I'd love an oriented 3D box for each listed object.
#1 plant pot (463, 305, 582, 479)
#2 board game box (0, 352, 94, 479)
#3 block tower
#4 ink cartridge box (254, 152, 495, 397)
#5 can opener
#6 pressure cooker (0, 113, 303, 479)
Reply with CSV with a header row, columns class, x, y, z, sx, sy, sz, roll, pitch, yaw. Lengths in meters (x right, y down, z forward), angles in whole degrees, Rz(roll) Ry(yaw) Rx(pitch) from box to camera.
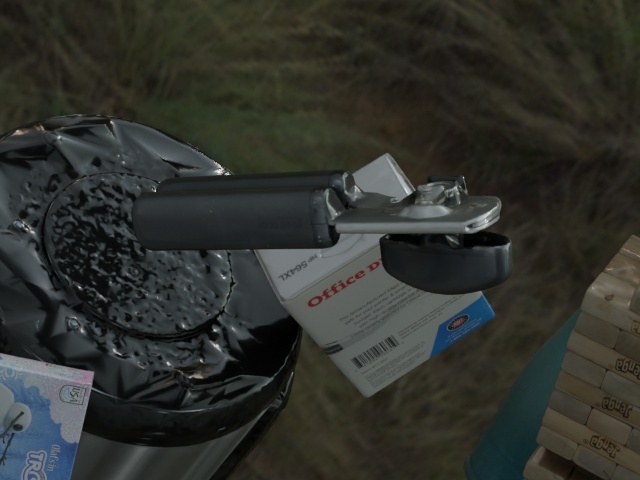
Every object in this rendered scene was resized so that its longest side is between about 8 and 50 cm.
class,x,y,z,sx,sy,sz,roll,pitch,yaw
plant pot,0.328,0.187,1.583,0.271,0.271,0.255,23,102,-6
board game box,-0.169,0.101,0.759,0.090,0.020,0.090,12,106,-9
block tower,0.201,0.151,1.041,0.091,0.335,0.097,27,37,20
ink cartridge box,0.050,0.035,1.333,0.148,0.203,0.086,-32,52,4
can opener,0.000,0.000,1.099,0.283,0.076,0.095,-1,109,23
pressure cooker,-0.254,0.126,1.475,0.375,0.420,0.370,49,42,13
